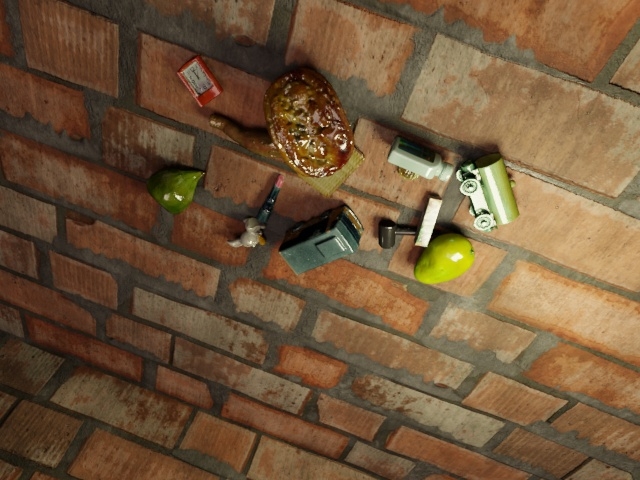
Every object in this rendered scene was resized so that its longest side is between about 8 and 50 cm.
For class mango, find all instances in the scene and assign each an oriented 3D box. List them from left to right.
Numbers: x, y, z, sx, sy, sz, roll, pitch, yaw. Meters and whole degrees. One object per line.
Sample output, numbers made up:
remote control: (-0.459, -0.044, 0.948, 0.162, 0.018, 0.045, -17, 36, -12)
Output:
mango: (0.497, 0.077, 1.950, 0.185, 0.149, 0.273, 14, 139, -13)

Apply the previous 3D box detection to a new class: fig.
fig: (-0.598, -0.238, 2.059, 0.235, 0.203, 0.203, -43, 110, -4)

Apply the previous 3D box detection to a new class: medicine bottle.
medicine bottle: (0.355, -0.282, 1.733, 0.229, 0.121, 0.083, 24, 129, -2)

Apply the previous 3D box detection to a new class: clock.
clock: (-0.435, -0.585, 1.784, 0.113, 0.061, 0.155, -23, 113, 30)

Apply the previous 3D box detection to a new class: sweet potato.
sweet potato: (-0.247, -0.384, 1.857, 0.385, 0.109, 0.109, 18, 129, 9)

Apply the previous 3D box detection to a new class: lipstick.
lipstick: (-0.204, -0.177, 2.038, 0.053, 0.053, 0.234, 27, 124, -4)

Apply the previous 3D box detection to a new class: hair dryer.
hair dryer: (0.358, -0.024, 1.980, 0.248, 0.070, 0.114, 1, 126, 5)

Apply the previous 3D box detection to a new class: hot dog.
hot dog: (-0.039, -0.396, 1.703, 0.267, 0.174, 0.387, -23, 111, 9)

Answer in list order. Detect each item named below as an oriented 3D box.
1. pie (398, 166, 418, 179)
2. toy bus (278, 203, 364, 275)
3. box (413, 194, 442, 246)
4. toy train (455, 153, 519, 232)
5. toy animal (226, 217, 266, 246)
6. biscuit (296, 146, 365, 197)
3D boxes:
pie: (0.331, -0.259, 1.824, 0.084, 0.020, 0.084, 9, 128, 11)
toy bus: (0.000, 0.000, 2.011, 0.323, 0.194, 0.162, -23, 116, 30)
box: (0.414, -0.074, 1.894, 0.050, 0.041, 0.207, 11, 114, -4)
toy train: (0.602, -0.162, 1.748, 0.190, 0.126, 0.307, -14, 120, 25)
toy animal: (-0.320, -0.021, 2.175, 0.127, 0.131, 0.181, 46, 125, 22)
biscuit: (0.038, -0.293, 1.882, 0.172, 0.029, 0.254, 37, 128, -12)
